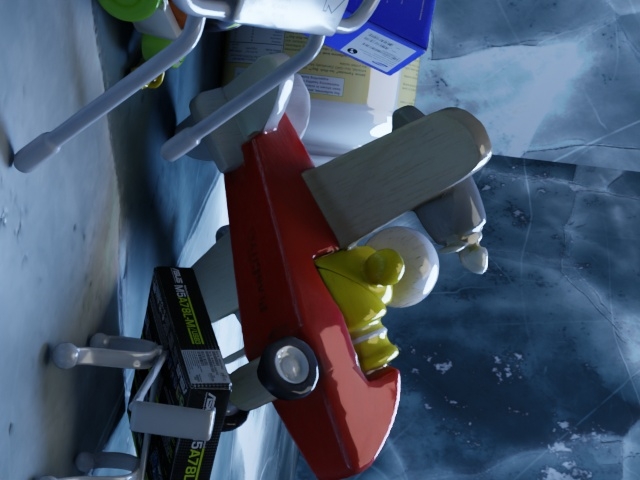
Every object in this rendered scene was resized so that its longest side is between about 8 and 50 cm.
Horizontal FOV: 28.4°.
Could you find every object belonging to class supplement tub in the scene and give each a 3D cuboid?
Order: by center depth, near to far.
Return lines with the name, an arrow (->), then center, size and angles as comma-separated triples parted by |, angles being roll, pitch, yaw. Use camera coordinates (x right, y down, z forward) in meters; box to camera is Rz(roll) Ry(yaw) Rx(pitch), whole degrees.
supplement tub -> 0.004, -0.240, 1.538 | 0.241, 0.241, 0.331 | -34, 131, -82

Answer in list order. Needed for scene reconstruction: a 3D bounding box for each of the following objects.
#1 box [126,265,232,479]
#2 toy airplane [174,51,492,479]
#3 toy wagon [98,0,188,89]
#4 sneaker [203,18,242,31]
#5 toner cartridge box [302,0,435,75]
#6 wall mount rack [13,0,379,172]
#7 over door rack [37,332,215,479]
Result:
box -> -0.136, 0.150, 1.182 | 0.190, 0.045, 0.184 | -117, -146, -54
toy airplane -> 0.000, 0.000, 1.292 | 0.386, 0.273, 0.384 | 38, -64, 49
toy wagon -> -0.110, -0.278, 1.063 | 0.267, 0.068, 0.344 | -67, 170, -53
sneaker -> -0.096, -0.355, 1.241 | 0.121, 0.111, 0.299 | 18, 77, -68
toner cartridge box -> 0.055, -0.366, 1.362 | 0.075, 0.165, 0.347 | -26, -134, 55
wall mount rack -> -0.075, -0.178, 0.921 | 0.350, 0.131, 0.304 | -12, 123, -65
over door rack -> -0.168, 0.208, 0.989 | 0.324, 0.108, 0.239 | -162, -102, -75
